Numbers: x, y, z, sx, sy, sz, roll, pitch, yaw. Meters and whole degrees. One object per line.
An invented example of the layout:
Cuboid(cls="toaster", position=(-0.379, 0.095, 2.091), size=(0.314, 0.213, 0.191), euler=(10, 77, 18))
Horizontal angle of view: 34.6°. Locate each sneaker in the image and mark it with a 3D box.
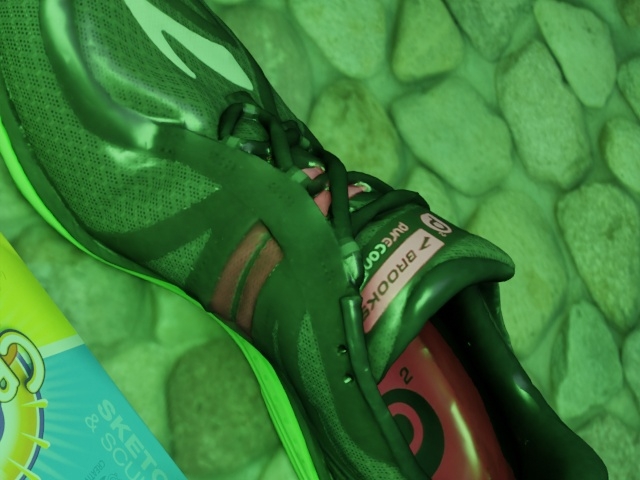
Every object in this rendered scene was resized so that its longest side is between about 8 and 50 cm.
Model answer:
Cuboid(cls="sneaker", position=(0.000, 0.000, 0.603), size=(0.483, 0.202, 0.185), euler=(49, 53, -11))

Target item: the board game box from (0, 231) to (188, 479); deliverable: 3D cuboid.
Cuboid(cls="board game box", position=(-0.198, 0.073, 0.454), size=(0.316, 0.064, 0.242), euler=(55, 19, -7))
